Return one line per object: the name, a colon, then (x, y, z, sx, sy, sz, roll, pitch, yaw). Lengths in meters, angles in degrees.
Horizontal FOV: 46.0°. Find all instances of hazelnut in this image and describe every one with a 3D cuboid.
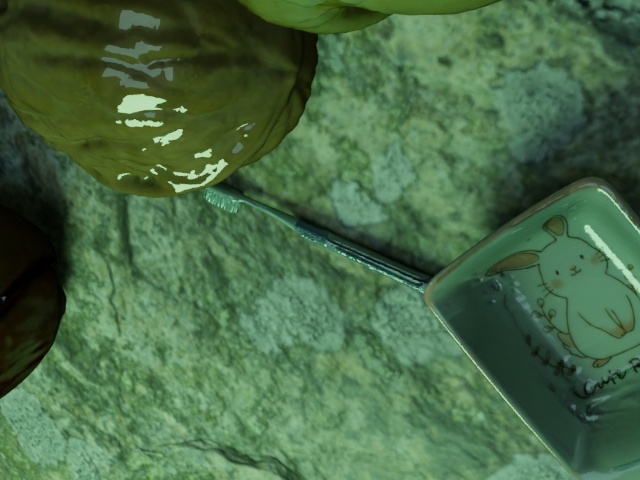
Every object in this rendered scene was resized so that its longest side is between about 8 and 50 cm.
hazelnut: (-0.344, 0.051, 0.684, 0.218, 0.218, 0.234, 37, 139, 4)

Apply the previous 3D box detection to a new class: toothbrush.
toothbrush: (0.000, 0.000, 0.609, 0.219, 0.016, 0.019, 23, 120, 11)

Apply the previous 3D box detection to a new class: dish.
dish: (0.201, 0.073, 0.531, 0.154, 0.064, 0.234, -38, 94, 30)

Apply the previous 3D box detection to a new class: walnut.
walnut: (-0.103, -0.126, 0.493, 0.213, 0.213, 0.213, 8, 115, 19)

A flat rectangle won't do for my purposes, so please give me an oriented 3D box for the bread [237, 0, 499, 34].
bread: (0.003, -0.250, 0.371, 0.341, 0.301, 0.210, 30, 163, -2)
